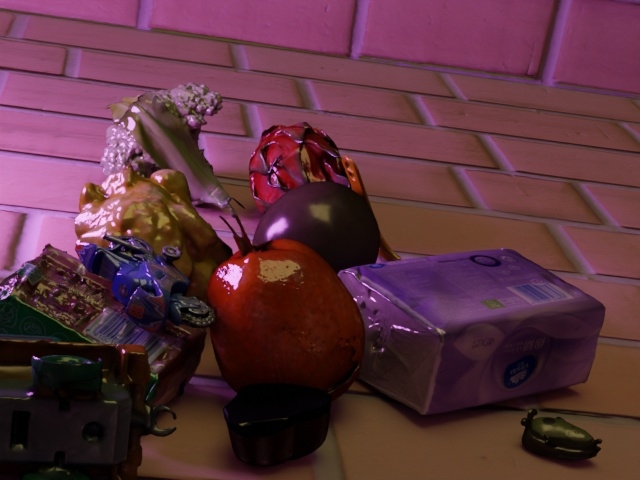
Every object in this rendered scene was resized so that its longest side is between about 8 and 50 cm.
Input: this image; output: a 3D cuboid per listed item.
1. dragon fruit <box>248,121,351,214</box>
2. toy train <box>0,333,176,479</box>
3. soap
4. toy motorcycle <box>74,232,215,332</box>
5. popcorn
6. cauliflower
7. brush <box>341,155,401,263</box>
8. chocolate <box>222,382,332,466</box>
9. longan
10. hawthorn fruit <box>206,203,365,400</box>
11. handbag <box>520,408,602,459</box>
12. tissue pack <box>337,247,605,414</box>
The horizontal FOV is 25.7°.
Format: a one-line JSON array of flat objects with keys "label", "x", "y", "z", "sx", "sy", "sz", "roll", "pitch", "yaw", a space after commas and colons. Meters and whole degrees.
[{"label": "dragon fruit", "x": -0.034, "y": -0.108, "z": 2.531, "sx": 0.193, "sy": 0.192, "sz": 0.274, "roll": 1, "pitch": 25, "yaw": -10}, {"label": "toy train", "x": -0.386, "y": 0.188, "z": 1.636, "sx": 0.429, "sy": 0.178, "sz": 0.249, "roll": 4, "pitch": 12, "yaw": -14}, {"label": "soap", "x": -0.299, "y": 0.123, "z": 1.856, "sx": 0.273, "sy": 0.098, "sz": 0.218, "roll": 27, "pitch": 25, "yaw": 9}, {"label": "toy motorcycle", "x": -0.230, "y": 0.058, "z": 1.848, "sx": 0.114, "sy": 0.076, "sz": 0.205, "roll": -10, "pitch": 41, "yaw": -44}, {"label": "popcorn", "x": -0.256, "y": 0.009, "z": 2.075, "sx": 0.215, "sy": 0.252, "sz": 0.286, "roll": -36, "pitch": 1, "yaw": -7}, {"label": "cauliflower", "x": -0.266, "y": -0.150, "z": 2.579, "sx": 0.315, "sy": 0.239, "sz": 0.256, "roll": 48, "pitch": 42, "yaw": 3}, {"label": "brush", "x": 0.084, "y": -0.035, "z": 2.337, "sx": 0.013, "sy": 0.272, "sz": 0.103, "roll": -36, "pitch": 40, "yaw": -17}, {"label": "chocolate", "x": -0.065, "y": 0.238, "z": 1.775, "sx": 0.148, "sy": 0.080, "sz": 0.125, "roll": -16, "pitch": 21, "yaw": -37}, {"label": "longan", "x": 0.000, "y": 0.000, "z": 2.260, "sx": 0.196, "sy": 0.196, "sz": 0.220, "roll": 23, "pitch": 30, "yaw": 30}, {"label": "hawthorn fruit", "x": -0.062, "y": 0.085, "z": 1.888, "sx": 0.211, "sy": 0.299, "sz": 0.211, "roll": -18, "pitch": 19, "yaw": 6}, {"label": "handbag", "x": 0.329, "y": 0.270, "z": 1.913, "sx": 0.111, "sy": 0.047, "sz": 0.072, "roll": 16, "pitch": 22, "yaw": 20}, {"label": "tissue pack", "x": 0.210, "y": 0.131, "z": 2.064, "sx": 0.338, "sy": 0.160, "sz": 0.242, "roll": -7, "pitch": 25, "yaw": -35}]
